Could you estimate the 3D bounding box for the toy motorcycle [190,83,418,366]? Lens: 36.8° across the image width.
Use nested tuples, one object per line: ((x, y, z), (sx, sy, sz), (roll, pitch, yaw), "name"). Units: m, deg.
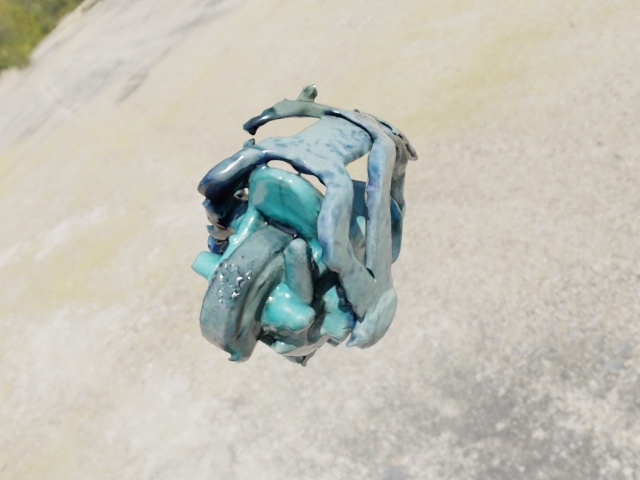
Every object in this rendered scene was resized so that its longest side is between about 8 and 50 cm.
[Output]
((0.000, 0.000, 0.721), (0.206, 0.154, 0.260), (-63, -18, 0), "toy motorcycle")
